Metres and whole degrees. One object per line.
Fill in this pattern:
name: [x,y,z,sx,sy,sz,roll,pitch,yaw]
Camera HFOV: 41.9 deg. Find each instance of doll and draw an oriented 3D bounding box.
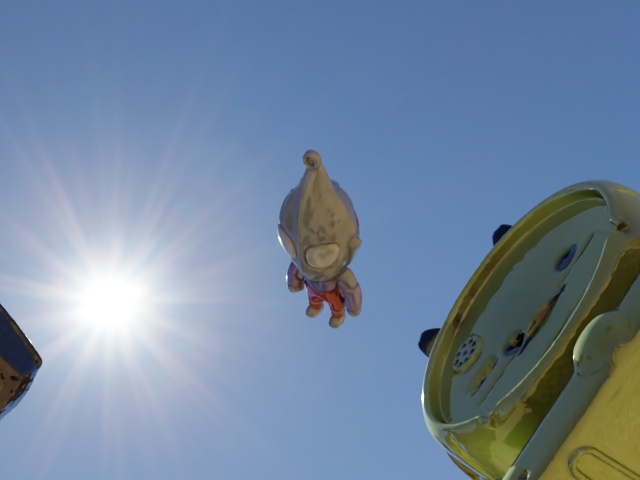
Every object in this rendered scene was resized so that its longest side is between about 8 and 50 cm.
doll: [0.000,0.000,0.876,0.075,0.102,0.228,-48,-32,-37]

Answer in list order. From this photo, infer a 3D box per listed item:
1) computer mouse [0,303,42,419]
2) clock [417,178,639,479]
computer mouse: [-0.431,0.092,0.891,0.170,0.100,0.269,-38,-80,17]
clock: [0.112,0.046,0.400,0.069,0.232,0.170,33,-91,-9]
